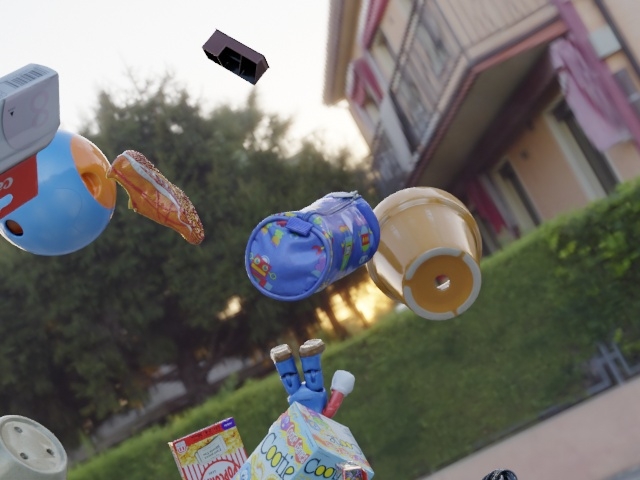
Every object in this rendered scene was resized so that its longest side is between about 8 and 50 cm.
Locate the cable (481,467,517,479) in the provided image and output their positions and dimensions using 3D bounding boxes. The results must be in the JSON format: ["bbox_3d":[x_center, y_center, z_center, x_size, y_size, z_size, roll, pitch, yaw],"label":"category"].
[{"bbox_3d":[0.329,0.521,1.872,0.184,0.047,0.150,-52,1,19],"label":"cable"}]

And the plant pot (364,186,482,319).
[{"bbox_3d":[0.180,0.036,1.565,0.205,0.205,0.188,-28,22,5],"label":"plant pot"}]

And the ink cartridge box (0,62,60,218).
[{"bbox_3d":[-0.442,-0.109,1.313,0.189,0.066,0.232,-45,-31,-47],"label":"ink cartridge box"}]

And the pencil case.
[{"bbox_3d":[0.000,0.000,1.366,0.306,0.119,0.133,-26,-46,-70],"label":"pencil case"}]

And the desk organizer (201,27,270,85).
[{"bbox_3d":[-0.167,-0.361,1.860,0.050,0.130,0.047,-53,-23,-11],"label":"desk organizer"}]

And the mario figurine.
[{"bbox_3d":[-0.026,0.399,2.265,0.198,0.320,0.170,-4,9,46],"label":"mario figurine"}]

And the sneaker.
[{"bbox_3d":[-0.243,-0.056,1.405,0.067,0.175,0.064,-42,8,15],"label":"sneaker"}]

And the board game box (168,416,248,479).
[{"bbox_3d":[-0.228,0.503,2.060,0.147,0.193,0.045,-20,-4,-25],"label":"board game box"}]

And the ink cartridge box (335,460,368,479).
[{"bbox_3d":[0.047,0.358,1.365,0.029,0.062,0.115,-6,-5,-9],"label":"ink cartridge box"}]

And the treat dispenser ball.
[{"bbox_3d":[-0.607,-0.109,2.128,0.288,0.288,0.288,-27,-7,-4],"label":"treat dispenser ball"}]

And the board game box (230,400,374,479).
[{"bbox_3d":[-0.059,0.457,1.710,0.275,0.144,0.142,-52,31,10],"label":"board game box"}]

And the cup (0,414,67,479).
[{"bbox_3d":[-0.656,0.502,1.937,0.237,0.331,0.331,-50,-12,11],"label":"cup"}]
